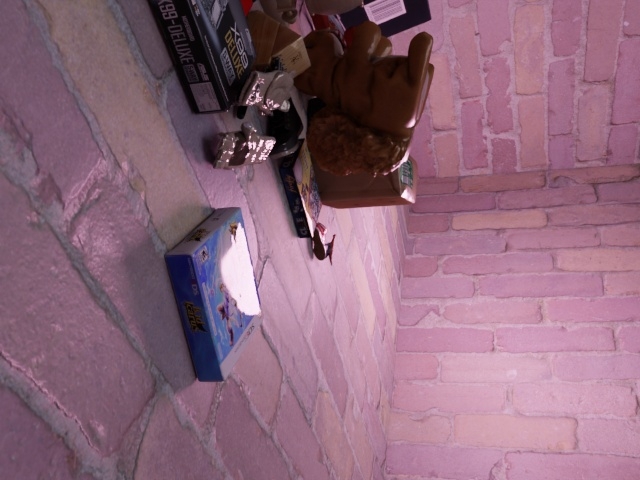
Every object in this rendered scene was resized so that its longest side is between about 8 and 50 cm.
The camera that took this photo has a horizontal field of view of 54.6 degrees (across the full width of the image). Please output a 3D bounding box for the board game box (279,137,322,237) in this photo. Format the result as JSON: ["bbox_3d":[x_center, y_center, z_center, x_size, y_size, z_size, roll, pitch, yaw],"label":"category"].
[{"bbox_3d":[-0.053,-0.151,1.813,0.165,0.042,0.243,-73,155,-49],"label":"board game box"}]

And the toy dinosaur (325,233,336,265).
[{"bbox_3d":[0.037,0.023,2.050,0.082,0.090,0.047,-52,164,21],"label":"toy dinosaur"}]

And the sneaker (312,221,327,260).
[{"bbox_3d":[0.000,0.000,1.975,0.067,0.042,0.119,-56,139,-59],"label":"sneaker"}]

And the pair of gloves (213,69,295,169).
[{"bbox_3d":[-0.140,-0.253,1.308,0.204,0.042,0.240,-27,149,-59],"label":"pair of gloves"}]

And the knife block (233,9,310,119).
[{"bbox_3d":[-0.159,-0.404,1.453,0.275,0.242,0.088,43,-16,36],"label":"knife block"}]

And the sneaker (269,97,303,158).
[{"bbox_3d":[-0.108,-0.301,1.611,0.222,0.083,0.118,-79,152,-56],"label":"sneaker"}]

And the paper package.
[{"bbox_3d":[0.152,-0.203,2.054,0.325,0.309,0.168,6,82,-73],"label":"paper package"}]

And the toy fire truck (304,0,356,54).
[{"bbox_3d":[0.070,-0.563,1.843,0.302,0.169,0.254,31,39,-52],"label":"toy fire truck"}]

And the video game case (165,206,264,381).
[{"bbox_3d":[-0.199,0.100,1.238,0.244,0.061,0.270,-61,144,-63],"label":"video game case"}]

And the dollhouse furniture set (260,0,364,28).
[{"bbox_3d":[0.026,-0.674,1.610,0.174,0.355,0.303,60,30,-59],"label":"dollhouse furniture set"}]

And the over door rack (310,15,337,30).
[{"bbox_3d":[-0.004,-0.602,1.944,0.324,0.108,0.240,15,73,-73],"label":"over door rack"}]

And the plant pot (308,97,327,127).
[{"bbox_3d":[0.055,-0.388,2.016,0.187,0.188,0.167,-8,82,-74],"label":"plant pot"}]

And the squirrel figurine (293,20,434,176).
[{"bbox_3d":[0.072,-0.359,1.596,0.281,0.370,0.397,-26,131,-76],"label":"squirrel figurine"}]

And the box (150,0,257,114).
[{"bbox_3d":[-0.225,-0.438,1.198,0.242,0.076,0.308,-75,156,-47],"label":"box"}]

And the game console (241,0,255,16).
[{"bbox_3d":[-0.208,-0.573,1.397,0.124,0.085,0.144,59,8,16],"label":"game console"}]

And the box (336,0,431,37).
[{"bbox_3d":[0.130,-0.938,1.944,0.480,0.297,0.472,10,62,-76],"label":"box"}]
